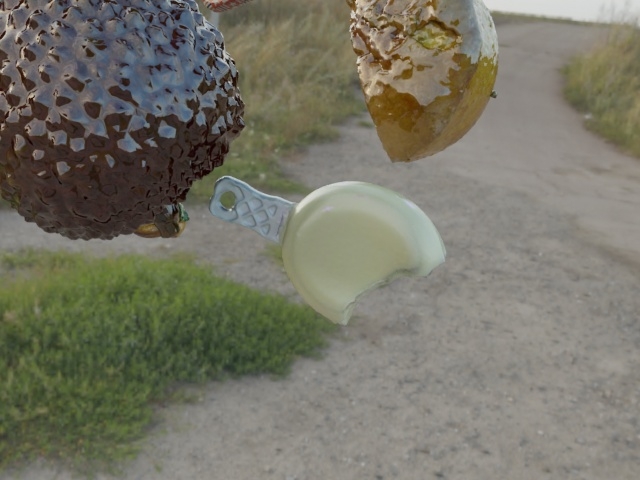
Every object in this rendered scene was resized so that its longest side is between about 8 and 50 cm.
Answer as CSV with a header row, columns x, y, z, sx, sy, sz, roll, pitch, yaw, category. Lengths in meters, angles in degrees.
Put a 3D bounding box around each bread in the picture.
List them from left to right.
x,y,z,sx,sy,sz,roll,pitch,yaw,category
0.160,-0.285,1.095,0.179,0.340,0.194,-17,-17,28,bread

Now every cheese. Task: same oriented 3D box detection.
x,y,z,sx,sy,sz,roll,pitch,yaw,category
0.006,-0.019,0.835,0.249,0.163,0.071,42,16,4,cheese

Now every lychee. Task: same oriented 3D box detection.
x,y,z,sx,sy,sz,roll,pitch,yaw,category
-0.220,-0.135,0.774,0.276,0.304,0.275,-20,24,10,lychee

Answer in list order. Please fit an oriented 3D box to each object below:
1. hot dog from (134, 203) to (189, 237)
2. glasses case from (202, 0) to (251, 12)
x,y,z,sx,sy,sz,roll,pitch,yaw,category
-0.266,-0.094,0.976,0.250,0.076,0.104,44,15,24,hot dog
-0.128,-0.469,1.365,0.195,0.073,0.049,-17,-14,27,glasses case
